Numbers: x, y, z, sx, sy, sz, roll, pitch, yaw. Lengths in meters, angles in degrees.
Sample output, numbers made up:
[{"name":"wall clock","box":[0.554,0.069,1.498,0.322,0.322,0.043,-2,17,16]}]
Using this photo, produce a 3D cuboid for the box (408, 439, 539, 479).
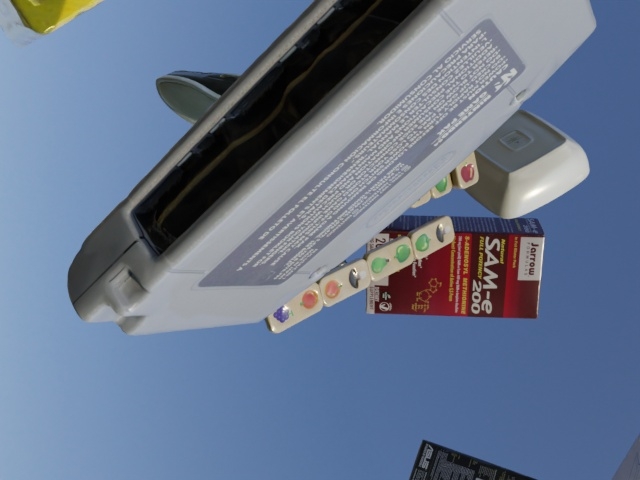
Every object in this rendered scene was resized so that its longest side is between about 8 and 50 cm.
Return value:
[{"name":"box","box":[0.219,0.481,1.105,0.243,0.307,0.076,16,-35,16]}]

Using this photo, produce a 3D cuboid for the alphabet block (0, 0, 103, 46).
[{"name":"alphabet block","box":[-0.282,-0.332,0.768,0.193,0.192,0.197,58,-19,-24]}]

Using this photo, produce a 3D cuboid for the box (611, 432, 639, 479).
[{"name":"box","box":[0.475,0.362,1.090,0.021,0.164,0.201,15,-55,6]}]

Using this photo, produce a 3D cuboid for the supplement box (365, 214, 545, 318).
[{"name":"supplement box","box":[0.184,0.036,1.046,0.240,0.073,0.130,1,-69,6]}]

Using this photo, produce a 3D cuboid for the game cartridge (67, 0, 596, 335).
[{"name":"game cartridge","box":[0.017,-0.053,0.422,0.294,0.196,0.060,-41,-113,18]}]

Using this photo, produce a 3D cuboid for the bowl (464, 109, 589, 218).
[{"name":"bowl","box":[0.241,-0.104,0.913,0.142,0.142,0.053,51,-16,44]}]

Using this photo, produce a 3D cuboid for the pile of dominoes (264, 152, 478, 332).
[{"name":"pile of dominoes","box":[0.040,-0.051,0.666,0.040,0.251,0.195,8,-62,53]}]

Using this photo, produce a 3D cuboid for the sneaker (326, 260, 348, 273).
[{"name":"sneaker","box":[0.000,0.000,1.623,0.234,0.106,0.078,57,-9,1]}]

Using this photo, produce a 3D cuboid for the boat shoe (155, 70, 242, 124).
[{"name":"boat shoe","box":[-0.162,-0.256,1.369,0.303,0.091,0.114,23,-32,17]}]
